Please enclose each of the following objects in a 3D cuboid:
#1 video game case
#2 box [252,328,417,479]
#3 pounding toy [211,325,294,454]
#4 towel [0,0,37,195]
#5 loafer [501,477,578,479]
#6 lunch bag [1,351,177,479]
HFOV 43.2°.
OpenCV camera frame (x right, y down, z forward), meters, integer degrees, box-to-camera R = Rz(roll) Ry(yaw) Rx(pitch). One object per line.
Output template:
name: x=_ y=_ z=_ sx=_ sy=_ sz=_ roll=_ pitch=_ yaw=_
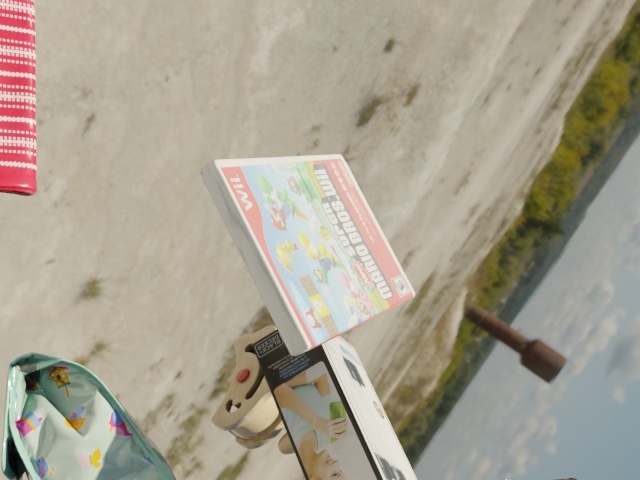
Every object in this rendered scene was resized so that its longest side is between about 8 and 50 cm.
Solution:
video game case: x=0.000 y=0.000 z=0.886 sx=0.025 sy=0.204 sz=0.285 roll=-31 pitch=172 yaw=27
box: x=0.034 y=0.247 z=0.982 sx=0.087 sy=0.290 sz=0.169 roll=-31 pitch=146 yaw=8
pounding toy: x=-0.087 y=0.294 z=1.433 sx=0.154 sy=0.155 sz=0.269 roll=-35 pitch=-150 yaw=14
towel: x=-0.434 y=-0.190 z=0.958 sx=0.198 sy=0.275 sz=0.031 roll=4 pitch=168 yaw=-39
loafer: x=0.186 y=0.260 z=0.798 sx=0.061 sy=0.170 sz=0.062 roll=68 pitch=26 yaw=-20
lunch bag: x=-0.310 y=0.271 z=1.027 sx=0.160 sy=0.262 sz=0.223 roll=-38 pitch=173 yaw=-24
